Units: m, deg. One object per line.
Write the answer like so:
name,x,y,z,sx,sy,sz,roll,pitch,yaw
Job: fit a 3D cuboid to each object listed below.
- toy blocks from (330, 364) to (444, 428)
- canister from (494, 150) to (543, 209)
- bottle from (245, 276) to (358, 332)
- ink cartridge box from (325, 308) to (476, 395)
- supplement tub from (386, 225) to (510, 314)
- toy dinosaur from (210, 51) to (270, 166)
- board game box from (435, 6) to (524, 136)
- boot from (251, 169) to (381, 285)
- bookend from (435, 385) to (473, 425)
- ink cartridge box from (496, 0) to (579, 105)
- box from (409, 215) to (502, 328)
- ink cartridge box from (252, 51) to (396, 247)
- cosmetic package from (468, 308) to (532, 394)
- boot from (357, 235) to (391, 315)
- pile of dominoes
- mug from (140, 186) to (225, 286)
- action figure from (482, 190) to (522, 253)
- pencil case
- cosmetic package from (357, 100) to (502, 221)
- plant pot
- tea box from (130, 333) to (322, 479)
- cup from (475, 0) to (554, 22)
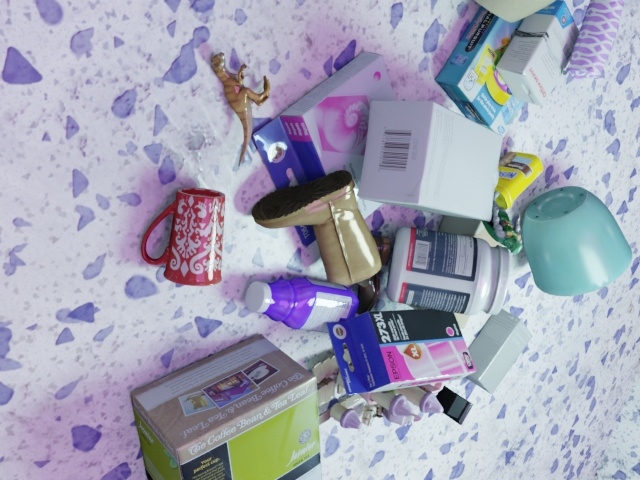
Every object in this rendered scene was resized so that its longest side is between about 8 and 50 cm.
toy blocks,0.216,0.388,1.715,0.288,0.260,0.309,-3,110,-47
canister,0.506,-0.165,1.823,0.170,0.126,0.073,-42,123,-21
bottle,-0.041,0.144,1.522,0.282,0.092,0.118,13,107,-42
ink cartridge box,0.196,0.253,1.581,0.370,0.176,0.069,0,151,-34
supplement tub,0.305,0.076,1.637,0.191,0.272,0.191,10,90,-86
toy dinosaur,-0.147,-0.262,1.281,0.112,0.064,0.212,-24,116,-9
board game box,0.458,-0.461,1.676,0.253,0.079,0.336,34,86,-44
boot,0.000,0.000,1.462,0.236,0.089,0.270,-18,131,1
bookend,0.330,0.446,1.932,0.156,0.157,0.072,34,86,-45
ink cartridge box,0.530,-0.454,1.624,0.148,0.085,0.203,36,84,-46
box,0.371,0.067,1.817,0.147,0.121,0.311,17,98,-42
ink cartridge box,0.049,-0.185,1.467,0.330,0.071,0.324,-41,131,-20
cosmetic package,0.549,0.348,2.114,0.238,0.107,0.127,-49,133,-8
boot,0.092,0.085,1.640,0.106,0.082,0.219,8,110,-19
pile of dominoes,0.051,0.356,1.754,0.251,0.040,0.196,-20,122,-42
mug,-0.248,-0.009,1.267,0.150,0.113,0.170,-3,108,-41
action figure,0.443,-0.046,1.648,0.137,0.232,0.064,17,124,-23
pencil case,0.659,-0.486,1.609,0.088,0.086,0.206,-27,136,-75
cosmetic package,0.258,-0.169,1.499,0.384,0.156,0.218,9,90,-55
plant pot,0.734,-0.016,1.987,0.293,0.293,0.235,-40,114,-20
tea box,-0.191,0.432,1.441,0.328,0.220,0.324,-20,122,-33
cup,0.424,-0.618,1.447,0.330,0.331,0.237,5,131,-41
